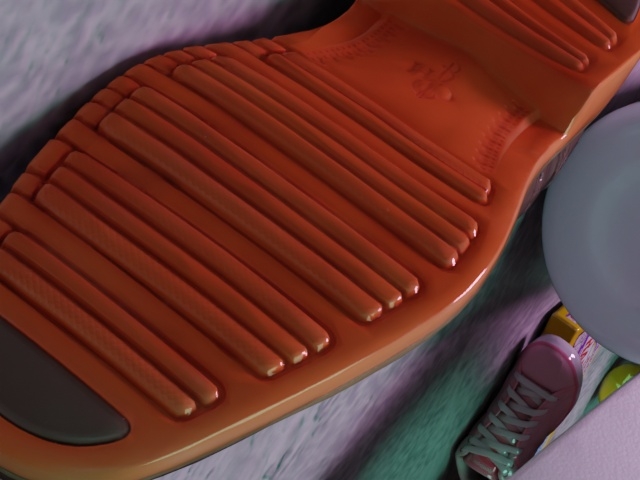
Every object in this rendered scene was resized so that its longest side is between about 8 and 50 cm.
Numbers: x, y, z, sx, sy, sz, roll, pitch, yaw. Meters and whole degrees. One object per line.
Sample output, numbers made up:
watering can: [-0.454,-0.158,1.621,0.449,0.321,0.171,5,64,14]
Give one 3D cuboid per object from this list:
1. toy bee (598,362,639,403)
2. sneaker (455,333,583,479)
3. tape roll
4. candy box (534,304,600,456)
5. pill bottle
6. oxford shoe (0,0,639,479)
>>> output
toy bee: [0.351,0.088,1.709,0.195,0.162,0.298,-25,180,-30]
sneaker: [0.136,0.129,1.366,0.070,0.051,0.134,-43,163,-47]
tape roll: [0.116,0.210,1.270,0.392,0.072,0.392,-39,169,-9]
candy box: [0.167,0.114,1.459,0.105,0.027,0.206,-38,156,-49]
pill bottle: [0.262,-0.024,1.234,0.283,0.161,0.161,-20,142,-60]
oxford shoe: [0.000,0.000,0.685,0.363,0.130,0.133,-36,160,-45]
